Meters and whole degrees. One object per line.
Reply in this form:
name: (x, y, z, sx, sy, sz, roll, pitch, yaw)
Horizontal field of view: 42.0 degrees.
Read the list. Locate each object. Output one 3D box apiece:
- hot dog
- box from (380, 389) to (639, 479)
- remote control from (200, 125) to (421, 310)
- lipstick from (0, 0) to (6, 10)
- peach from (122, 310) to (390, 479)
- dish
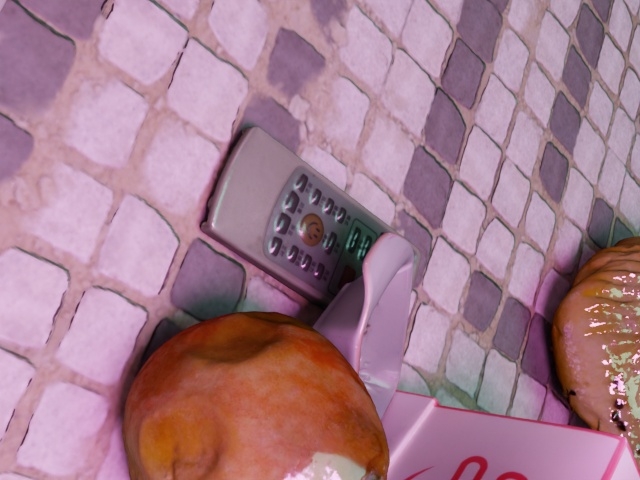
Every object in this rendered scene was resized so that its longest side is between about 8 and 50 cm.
hot dog: (0.475, 0.178, 1.236, 0.367, 0.196, 0.365, -25, 109, -48)
box: (0.157, 0.379, 0.837, 0.312, 0.300, 0.314, -47, 121, -33)
remote control: (0.000, 0.000, 0.871, 0.285, 0.038, 0.123, 38, 65, -38)
lipstick: (-0.364, -0.240, 0.487, 0.371, 0.080, 0.076, 36, 64, -37)
peach: (-0.047, 0.172, 0.692, 0.214, 0.235, 0.214, -8, 102, -38)
dish: (0.035, 0.100, 0.830, 0.154, 0.064, 0.234, -48, 149, -51)
